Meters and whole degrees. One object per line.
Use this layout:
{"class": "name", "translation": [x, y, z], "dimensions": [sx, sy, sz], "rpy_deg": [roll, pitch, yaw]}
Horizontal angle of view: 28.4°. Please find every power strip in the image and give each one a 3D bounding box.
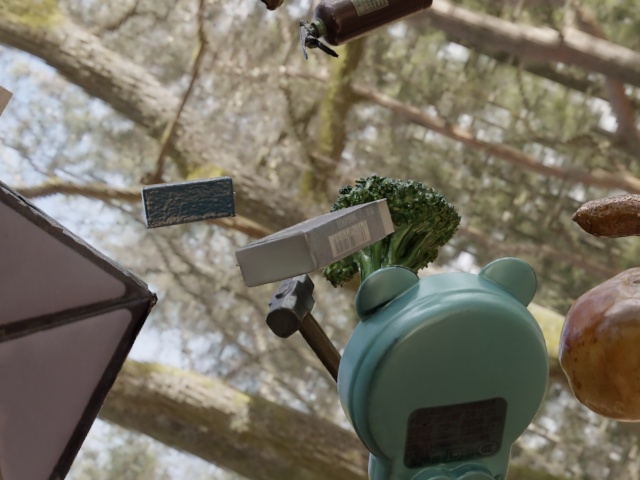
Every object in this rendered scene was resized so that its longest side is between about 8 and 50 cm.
{"class": "power strip", "translation": [-0.172, -0.051, 1.673], "dimensions": [0.032, 0.123, 0.056], "rpy_deg": [-154, 57, -77]}

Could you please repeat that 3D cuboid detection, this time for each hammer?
{"class": "hammer", "translation": [0.053, 0.208, 1.648], "dimensions": [0.043, 0.365, 0.111], "rpy_deg": [-31, 13, 19]}

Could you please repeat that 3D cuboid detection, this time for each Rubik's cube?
{"class": "Rubik's cube", "translation": [-0.388, 0.102, 1.196], "dimensions": [0.307, 0.310, 0.305], "rpy_deg": [-13, 47, 55]}

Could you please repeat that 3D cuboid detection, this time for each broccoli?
{"class": "broccoli", "translation": [0.080, 0.014, 1.732], "dimensions": [0.194, 0.220, 0.194], "rpy_deg": [23, -120, -46]}

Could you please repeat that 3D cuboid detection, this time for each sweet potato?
{"class": "sweet potato", "translation": [0.392, -0.031, 1.482], "dimensions": [0.056, 0.195, 0.056], "rpy_deg": [-4, -90, -87]}

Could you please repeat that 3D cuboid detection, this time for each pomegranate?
{"class": "pomegranate", "translation": [0.472, 0.157, 1.834], "dimensions": [0.248, 0.248, 0.248], "rpy_deg": [-57, -18, -30]}

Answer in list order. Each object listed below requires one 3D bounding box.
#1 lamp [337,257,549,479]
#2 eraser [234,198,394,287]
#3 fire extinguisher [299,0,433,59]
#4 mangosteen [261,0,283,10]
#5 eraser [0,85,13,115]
{"class": "lamp", "translation": [0.121, 0.157, 1.256], "dimensions": [0.147, 0.209, 0.284], "rpy_deg": [-159, 66, -74]}
{"class": "eraser", "translation": [0.000, 0.000, 1.386], "dimensions": [0.212, 0.092, 0.046], "rpy_deg": [-23, -82, -61]}
{"class": "fire extinguisher", "translation": [0.061, -0.323, 1.837], "dimensions": [0.231, 0.099, 0.071], "rpy_deg": [-27, -36, -22]}
{"class": "mangosteen", "translation": [0.008, -0.309, 1.187], "dimensions": [0.217, 0.192, 0.192], "rpy_deg": [-59, -16, -8]}
{"class": "eraser", "translation": [-0.590, -0.122, 1.956], "dimensions": [0.076, 0.078, 0.298], "rpy_deg": [31, -95, -35]}
